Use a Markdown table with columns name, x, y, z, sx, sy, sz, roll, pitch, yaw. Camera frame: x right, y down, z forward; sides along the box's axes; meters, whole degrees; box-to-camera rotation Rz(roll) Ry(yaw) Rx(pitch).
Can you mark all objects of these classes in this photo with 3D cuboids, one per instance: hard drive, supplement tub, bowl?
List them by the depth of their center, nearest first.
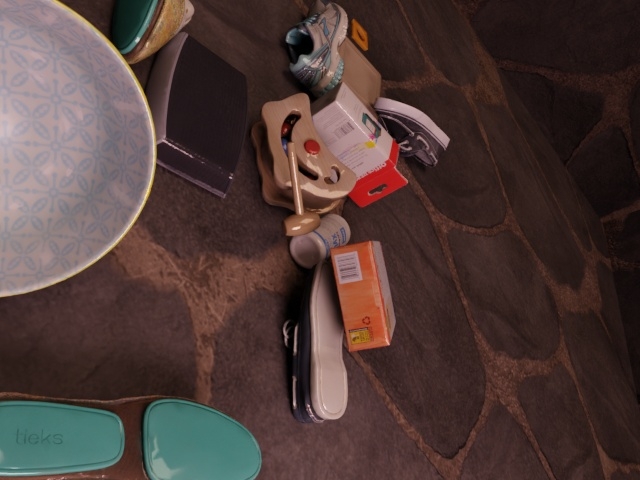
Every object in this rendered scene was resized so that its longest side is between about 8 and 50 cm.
| name | x | y | z | sx | sy | sz | roll | pitch | yaw |
| --- | --- | --- | --- | --- | --- | --- | --- | --- | --- |
| bowl | -0.324 | -0.104 | 0.512 | 0.290 | 0.289 | 0.156 | 29 | 5 | -37 |
| hard drive | -0.192 | -0.210 | 0.848 | 0.172 | 0.054 | 0.254 | 29 | 48 | -37 |
| supplement tub | 0.000 | 0.000 | 0.937 | 0.071 | 0.071 | 0.107 | 60 | 38 | -4 |

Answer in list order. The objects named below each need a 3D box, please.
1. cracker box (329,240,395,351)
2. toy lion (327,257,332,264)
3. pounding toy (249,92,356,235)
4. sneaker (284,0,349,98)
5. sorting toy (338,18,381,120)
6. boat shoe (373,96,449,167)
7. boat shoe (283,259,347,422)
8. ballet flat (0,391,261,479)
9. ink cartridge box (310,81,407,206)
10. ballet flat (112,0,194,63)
| name | x | y | z | sx | sy | sz | roll | pitch | yaw |
| --- | --- | --- | --- | --- | --- | --- | --- | --- | --- |
| cracker box | 0.076 | 0.082 | 0.874 | 0.232 | 0.067 | 0.155 | 4 | 75 | -79 |
| toy lion | 0.039 | 0.066 | 0.980 | 0.096 | 0.034 | 0.100 | -9 | 75 | -60 |
| pounding toy | -0.014 | -0.139 | 0.902 | 0.154 | 0.155 | 0.269 | -4 | 70 | -26 |
| sneaker | -0.013 | -0.454 | 1.172 | 0.122 | 0.110 | 0.282 | 25 | 51 | -36 |
| sorting toy | 0.083 | -0.401 | 1.305 | 0.196 | 0.047 | 0.347 | 41 | 44 | -37 |
| boat shoe | 0.225 | -0.266 | 1.347 | 0.301 | 0.108 | 0.102 | 20 | 93 | -51 |
| boat shoe | -0.007 | 0.154 | 0.828 | 0.095 | 0.079 | 0.254 | 24 | 54 | -44 |
| ballet flat | -0.206 | 0.211 | 0.530 | 0.316 | 0.106 | 0.107 | 28 | 42 | -39 |
| ink cartridge box | 0.064 | -0.187 | 1.075 | 0.231 | 0.134 | 0.078 | 43 | 40 | -25 |
| ballet flat | -0.259 | -0.409 | 0.848 | 0.123 | 0.123 | 0.348 | 16 | 56 | -45 |
